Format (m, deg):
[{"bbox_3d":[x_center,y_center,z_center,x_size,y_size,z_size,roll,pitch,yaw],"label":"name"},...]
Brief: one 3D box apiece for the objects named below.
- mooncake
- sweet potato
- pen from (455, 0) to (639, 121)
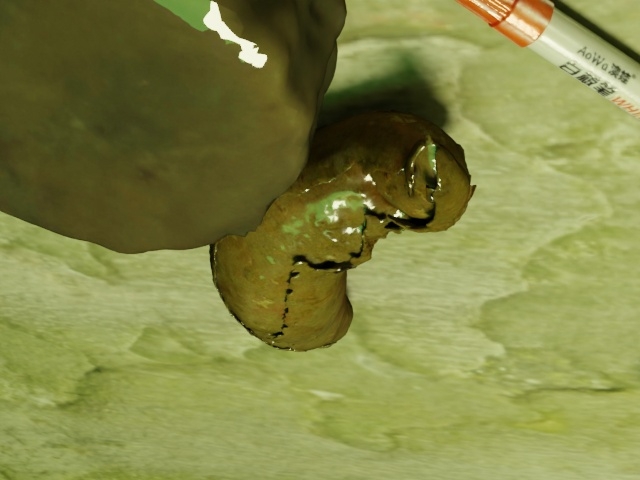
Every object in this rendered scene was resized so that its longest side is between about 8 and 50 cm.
[{"bbox_3d":[-0.100,-0.104,0.662,0.228,0.124,0.228,11,142,8],"label":"mooncake"},{"bbox_3d":[-0.003,-0.002,0.804,0.124,0.098,0.310,13,152,-11],"label":"sweet potato"},{"bbox_3d":[0.152,-0.083,0.678,0.239,0.028,0.028,29,145,-22],"label":"pen"}]
